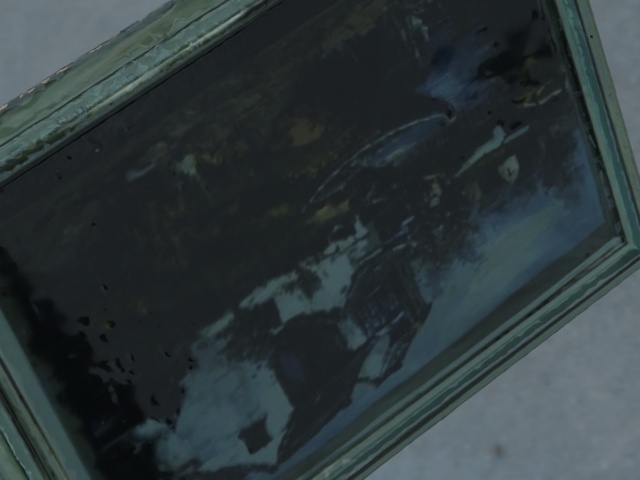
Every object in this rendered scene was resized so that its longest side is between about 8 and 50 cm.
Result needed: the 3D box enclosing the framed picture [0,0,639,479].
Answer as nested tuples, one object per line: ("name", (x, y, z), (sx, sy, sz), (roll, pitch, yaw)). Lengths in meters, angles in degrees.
("framed picture", (0.000, 0.000, 0.729), (0.019, 0.296, 0.232), (33, 153, 50))
